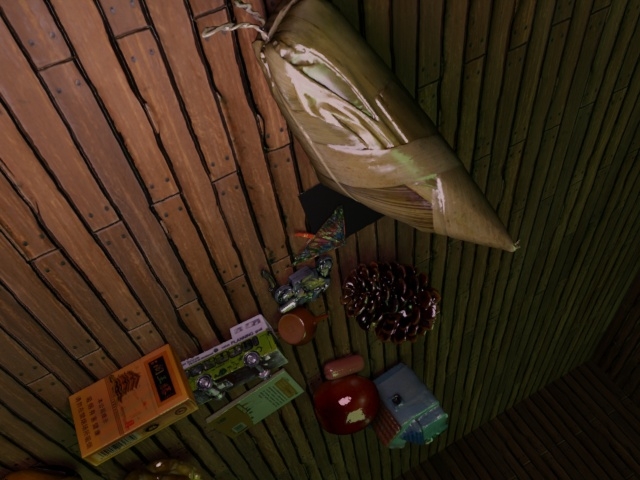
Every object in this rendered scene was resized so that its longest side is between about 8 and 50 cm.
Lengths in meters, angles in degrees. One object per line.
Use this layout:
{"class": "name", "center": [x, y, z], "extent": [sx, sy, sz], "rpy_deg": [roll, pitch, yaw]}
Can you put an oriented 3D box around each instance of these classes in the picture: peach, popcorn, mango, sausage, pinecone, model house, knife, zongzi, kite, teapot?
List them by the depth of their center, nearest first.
{"class": "zongzi", "center": [0.113, -0.214, 0.933], "extent": [0.218, 0.466, 0.500], "rpy_deg": [-53, 143, -12]}
{"class": "kite", "center": [0.000, 0.000, 1.433], "extent": [0.189, 0.009, 0.232], "rpy_deg": [14, 122, -46]}
{"class": "knife", "center": [-0.119, 0.133, 1.480], "extent": [0.045, 0.021, 0.222], "rpy_deg": [-48, 147, -10]}
{"class": "mango", "center": [-0.750, 0.683, 1.505], "extent": [0.155, 0.151, 0.248], "rpy_deg": [-13, 156, 23]}
{"class": "teapot", "center": [-0.060, 0.238, 1.584], "extent": [0.173, 0.116, 0.116], "rpy_deg": [-22, 150, 27]}
{"class": "pinecone", "center": [0.185, 0.169, 1.587], "extent": [0.292, 0.246, 0.246], "rpy_deg": [16, 120, -34]}
{"class": "popcorn", "center": [-0.494, 0.789, 1.762], "extent": [0.236, 0.206, 0.252], "rpy_deg": [-24, 127, 12]}
{"class": "sausage", "center": [0.081, 0.434, 1.928], "extent": [0.154, 0.062, 0.062], "rpy_deg": [-10, 136, -31]}
{"class": "peach", "center": [0.093, 0.569, 1.966], "extent": [0.243, 0.200, 0.243], "rpy_deg": [-15, 169, -3]}
{"class": "model house", "center": [0.262, 0.672, 2.133], "extent": [0.329, 0.295, 0.252], "rpy_deg": [-25, 138, -18]}

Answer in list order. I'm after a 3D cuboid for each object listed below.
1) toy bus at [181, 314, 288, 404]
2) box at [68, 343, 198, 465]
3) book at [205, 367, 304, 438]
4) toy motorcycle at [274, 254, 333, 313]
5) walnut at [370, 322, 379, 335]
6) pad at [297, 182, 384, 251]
{"class": "toy bus", "center": [-0.248, 0.327, 1.504], "extent": [0.301, 0.139, 0.113], "rpy_deg": [-26, 142, 0]}
{"class": "box", "center": [-0.459, 0.398, 1.379], "extent": [0.274, 0.174, 0.076], "rpy_deg": [-28, 143, -9]}
{"class": "book", "center": [-0.209, 0.543, 1.856], "extent": [0.295, 0.020, 0.208], "rpy_deg": [-33, 143, -4]}
{"class": "toy motorcycle", "center": [-0.036, 0.124, 1.501], "extent": [0.193, 0.061, 0.124], "rpy_deg": [-36, 138, -16]}
{"class": "walnut", "center": [0.196, 0.262, 1.818], "extent": [0.082, 0.079, 0.096], "rpy_deg": [6, 127, -43]}
{"class": "pad", "center": [0.130, -0.127, 1.409], "extent": [0.367, 0.007, 0.248], "rpy_deg": [-30, 143, -6]}
